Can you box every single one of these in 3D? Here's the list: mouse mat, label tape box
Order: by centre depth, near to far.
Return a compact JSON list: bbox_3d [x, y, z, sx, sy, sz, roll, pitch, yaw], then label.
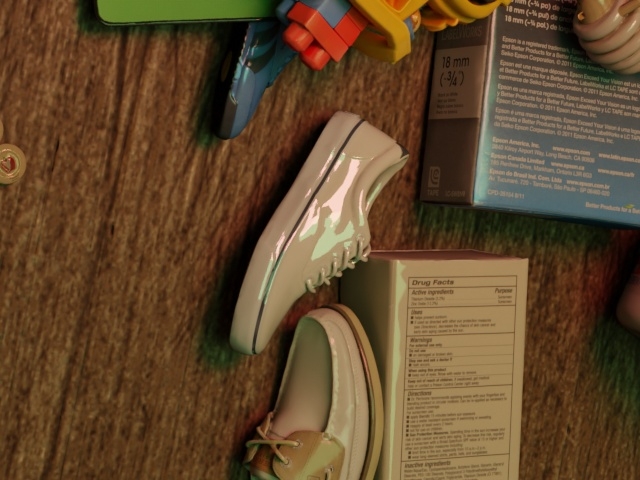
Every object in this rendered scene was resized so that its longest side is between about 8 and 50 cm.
[{"bbox_3d":[-0.118,-0.271,1.727,0.190,0.007,0.152,-3,83,-12],"label":"mouse mat"},{"bbox_3d":[0.243,-0.187,1.908,0.241,0.106,0.333,7,89,-28],"label":"label tape box"}]

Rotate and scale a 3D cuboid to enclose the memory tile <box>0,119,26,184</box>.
[{"bbox_3d":[-0.341,-0.067,1.665,0.148,0.012,0.113,-38,110,-19],"label":"memory tile"}]

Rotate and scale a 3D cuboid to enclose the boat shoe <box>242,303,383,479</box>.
[{"bbox_3d":[-0.014,0.212,1.806,0.103,0.113,0.302,-1,96,-33],"label":"boat shoe"}]

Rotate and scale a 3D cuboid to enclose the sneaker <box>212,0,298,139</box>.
[{"bbox_3d":[-0.041,-0.188,1.775,0.082,0.069,0.209,19,84,-18],"label":"sneaker"}]

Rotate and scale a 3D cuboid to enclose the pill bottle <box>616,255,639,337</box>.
[{"bbox_3d":[0.490,-0.051,1.963,0.229,0.229,0.407,27,87,-27],"label":"pill bottle"}]

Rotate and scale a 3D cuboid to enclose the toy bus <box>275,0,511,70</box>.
[{"bbox_3d":[0.053,-0.237,1.729,0.211,0.149,0.220,-56,136,-5],"label":"toy bus"}]

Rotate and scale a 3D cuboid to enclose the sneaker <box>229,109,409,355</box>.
[{"bbox_3d":[0.000,0.000,1.790,0.091,0.094,0.258,25,80,11],"label":"sneaker"}]

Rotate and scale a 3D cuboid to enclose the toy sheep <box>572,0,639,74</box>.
[{"bbox_3d":[0.294,-0.203,1.826,0.132,0.091,0.091,42,76,-29],"label":"toy sheep"}]

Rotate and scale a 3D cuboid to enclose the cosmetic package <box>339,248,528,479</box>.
[{"bbox_3d":[0.106,0.165,1.866,0.160,0.113,0.309,1,94,-28],"label":"cosmetic package"}]
